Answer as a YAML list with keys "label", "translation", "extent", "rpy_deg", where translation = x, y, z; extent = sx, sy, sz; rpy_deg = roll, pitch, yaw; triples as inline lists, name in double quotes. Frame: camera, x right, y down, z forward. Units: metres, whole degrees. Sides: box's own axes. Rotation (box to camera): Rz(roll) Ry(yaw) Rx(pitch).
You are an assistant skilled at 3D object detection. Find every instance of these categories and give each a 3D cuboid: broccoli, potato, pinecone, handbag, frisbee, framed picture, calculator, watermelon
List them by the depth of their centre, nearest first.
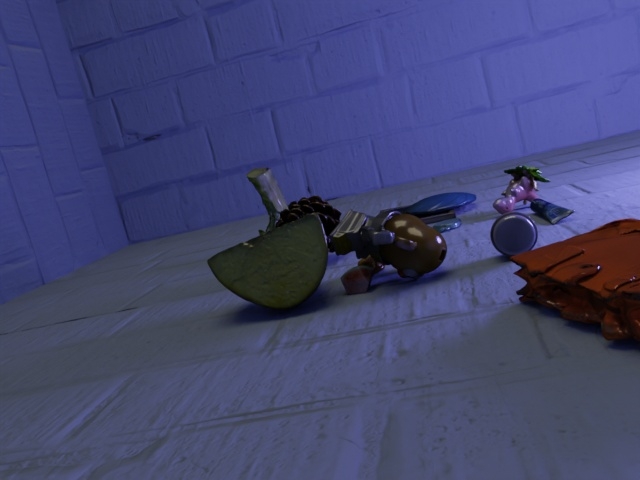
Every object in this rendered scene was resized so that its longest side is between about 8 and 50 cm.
- label: "handbag"
  translation: [0.554, 0.060, 1.072]
  extent: [0.304, 0.116, 0.410]
  rpy_deg: [-15, 9, -10]
- label: "watermelon"
  translation: [0.104, 0.112, 1.631]
  extent: [0.085, 0.072, 0.092]
  rpy_deg: [-21, -35, 34]
- label: "potato"
  translation: [-0.099, 0.091, 1.689]
  extent: [0.331, 0.212, 0.280]
  rpy_deg: [-22, -10, 9]
- label: "pinecone"
  translation: [-0.053, -0.022, 2.101]
  extent: [0.257, 0.243, 0.244]
  rpy_deg: [-42, 22, -25]
- label: "calculator"
  translation: [0.447, -0.055, 2.169]
  extent: [0.095, 0.021, 0.153]
  rpy_deg: [-10, 7, 25]
- label: "broccoli"
  translation: [-0.188, -0.114, 2.491]
  extent: [0.221, 0.361, 0.252]
  rpy_deg: [12, 65, 55]
- label: "frisbee"
  translation: [0.485, -0.162, 2.491]
  extent: [0.290, 0.049, 0.289]
  rpy_deg: [-13, 9, 2]
- label: "framed picture"
  translation: [0.391, -0.110, 2.546]
  extent: [0.326, 0.028, 0.446]
  rpy_deg: [-11, 10, 11]

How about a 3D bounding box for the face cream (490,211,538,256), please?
- label: "face cream"
  translation: [0.500, -0.017, 1.591]
  extent: [0.117, 0.117, 0.104]
  rpy_deg: [-11, 3, 16]

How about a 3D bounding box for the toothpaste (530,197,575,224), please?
- label: "toothpaste"
  translation: [0.722, -0.096, 1.954]
  extent: [0.069, 0.047, 0.268]
  rpy_deg: [-1, 13, -1]

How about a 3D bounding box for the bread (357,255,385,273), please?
- label: "bread"
  translation: [0.147, 0.072, 1.793]
  extent: [0.083, 0.046, 0.081]
  rpy_deg: [-7, 17, 26]

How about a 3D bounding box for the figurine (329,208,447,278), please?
- label: "figurine"
  translation: [0.198, 0.006, 1.636]
  extent: [0.285, 0.166, 0.343]
  rpy_deg: [10, 20, 33]

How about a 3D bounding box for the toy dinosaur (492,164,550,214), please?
- label: "toy dinosaur"
  translation: [0.702, -0.165, 2.139]
  extent: [0.194, 0.176, 0.152]
  rpy_deg: [14, -10, -28]
